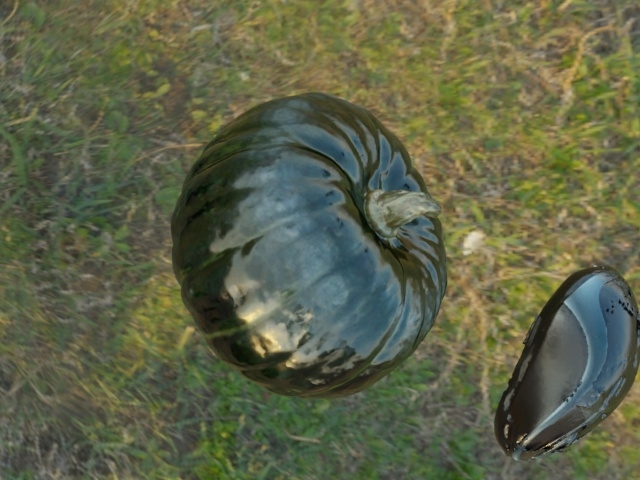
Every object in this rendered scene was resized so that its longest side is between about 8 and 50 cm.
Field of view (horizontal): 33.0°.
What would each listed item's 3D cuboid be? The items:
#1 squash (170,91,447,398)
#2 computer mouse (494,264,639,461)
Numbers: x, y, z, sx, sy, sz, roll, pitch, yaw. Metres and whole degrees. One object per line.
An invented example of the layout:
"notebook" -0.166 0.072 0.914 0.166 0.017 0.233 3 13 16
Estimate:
"squash" -0.005 0.002 0.763 0.218 0.172 0.218 13 57 -21
"computer mouse" 0.274 0.140 1.148 0.137 0.096 0.233 7 109 -45
